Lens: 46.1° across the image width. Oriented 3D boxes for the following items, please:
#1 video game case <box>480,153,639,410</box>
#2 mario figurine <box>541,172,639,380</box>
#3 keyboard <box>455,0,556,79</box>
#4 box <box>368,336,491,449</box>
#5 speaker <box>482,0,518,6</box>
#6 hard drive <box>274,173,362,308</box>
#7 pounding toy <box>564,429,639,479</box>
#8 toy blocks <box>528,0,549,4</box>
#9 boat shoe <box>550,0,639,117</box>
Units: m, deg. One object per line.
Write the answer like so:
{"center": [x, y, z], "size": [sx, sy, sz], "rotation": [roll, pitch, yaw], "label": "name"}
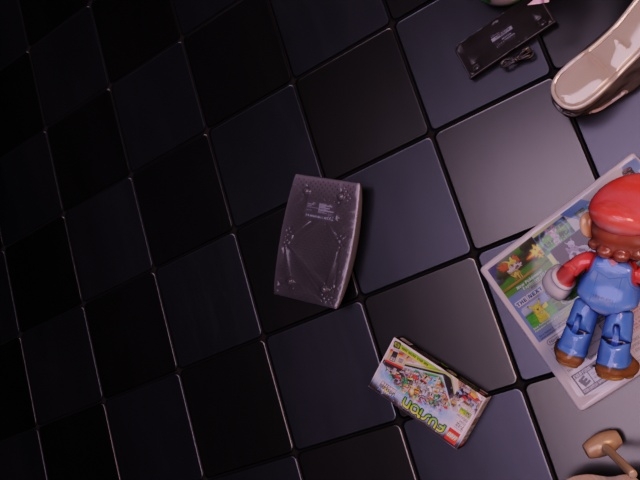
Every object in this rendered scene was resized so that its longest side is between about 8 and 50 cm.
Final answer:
{"center": [0.482, 0.071, 1.262], "size": [0.329, 0.036, 0.300], "rotation": [-41, 67, 22], "label": "video game case"}
{"center": [0.480, 0.051, 1.197], "size": [0.198, 0.170, 0.321], "rotation": [10, 103, -5], "label": "mario figurine"}
{"center": [0.345, -0.365, 1.390], "size": [0.180, 0.023, 0.108], "rotation": [-33, 64, 25], "label": "keyboard"}
{"center": [0.201, 0.281, 1.405], "size": [0.207, 0.036, 0.114], "rotation": [31, 101, 29], "label": "box"}
{"center": [0.274, -0.501, 1.283], "size": [0.131, 0.296, 0.131], "rotation": [-3, 84, 30], "label": "speaker"}
{"center": [0.000, 0.000, 1.538], "size": [0.172, 0.054, 0.255], "rotation": [11, 91, 31], "label": "hard drive"}
{"center": [0.434, 0.428, 1.162], "size": [0.154, 0.155, 0.269], "rotation": [-25, 40, 14], "label": "pounding toy"}
{"center": [0.445, -0.520, 1.146], "size": [0.288, 0.309, 0.260], "rotation": [-2, 103, 38], "label": "toy blocks"}
{"center": [0.531, -0.327, 1.249], "size": [0.335, 0.095, 0.112], "rotation": [-37, 71, 17], "label": "boat shoe"}
